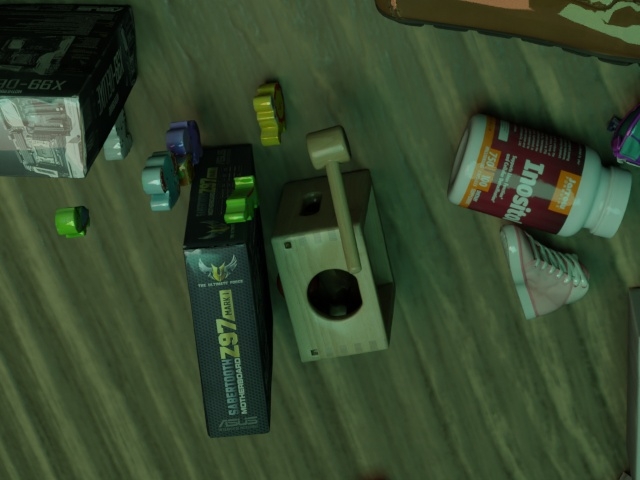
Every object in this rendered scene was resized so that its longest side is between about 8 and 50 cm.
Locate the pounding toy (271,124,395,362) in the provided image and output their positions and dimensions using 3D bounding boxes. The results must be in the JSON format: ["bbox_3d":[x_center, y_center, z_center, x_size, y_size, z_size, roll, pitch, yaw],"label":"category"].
[{"bbox_3d":[-0.002,-0.001,1.678,0.094,0.181,0.206,-10,113,10],"label":"pounding toy"}]

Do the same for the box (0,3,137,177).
[{"bbox_3d":[-0.327,-0.134,1.614,0.307,0.242,0.076,1,115,4],"label":"box"}]

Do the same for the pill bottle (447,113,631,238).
[{"bbox_3d":[0.196,-0.054,1.689,0.152,0.086,0.086,16,115,-2],"label":"pill bottle"}]

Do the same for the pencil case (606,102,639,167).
[{"bbox_3d":[0.328,-0.064,1.683,0.152,0.064,0.070,36,90,-10],"label":"pencil case"}]

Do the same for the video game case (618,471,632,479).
[{"bbox_3d":[0.346,0.401,1.850,0.269,0.061,0.244,33,88,-10],"label":"video game case"}]

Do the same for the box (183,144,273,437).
[{"bbox_3d":[-0.079,0.040,1.676,0.059,0.232,0.183,-5,115,1],"label":"box"}]

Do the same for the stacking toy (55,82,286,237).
[{"bbox_3d":[-0.128,-0.071,1.641,0.167,0.221,0.052,-6,117,12],"label":"stacking toy"}]

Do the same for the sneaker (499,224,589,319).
[{"bbox_3d":[0.206,0.021,1.724,0.070,0.051,0.134,-16,144,7],"label":"sneaker"}]

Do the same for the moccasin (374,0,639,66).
[{"bbox_3d":[0.234,-0.239,1.582,0.380,0.139,0.147,12,124,10],"label":"moccasin"}]

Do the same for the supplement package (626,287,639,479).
[{"bbox_3d":[0.341,0.145,1.757,0.105,0.105,0.179,-2,115,3],"label":"supplement package"}]
